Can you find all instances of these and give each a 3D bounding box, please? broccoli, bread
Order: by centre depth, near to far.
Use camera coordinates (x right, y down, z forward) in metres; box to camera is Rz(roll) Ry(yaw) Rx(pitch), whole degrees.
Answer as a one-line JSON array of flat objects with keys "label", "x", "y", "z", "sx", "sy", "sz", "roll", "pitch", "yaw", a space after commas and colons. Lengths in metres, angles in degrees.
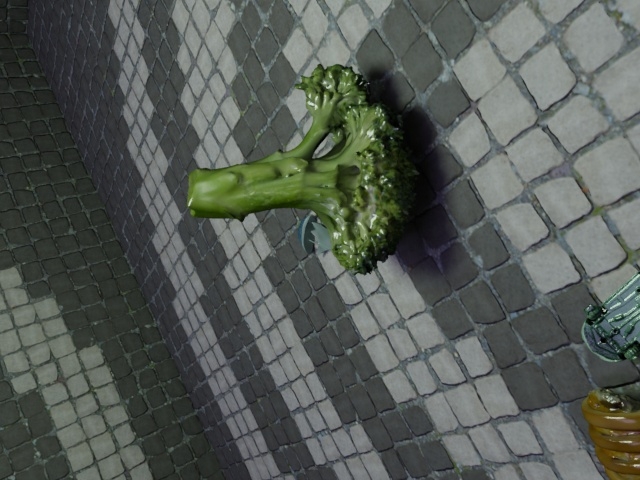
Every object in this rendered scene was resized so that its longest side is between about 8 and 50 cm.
[{"label": "bread", "x": 0.464, "y": 0.298, "z": 0.836, "sx": 0.119, "sy": 0.084, "sz": 0.177, "roll": -13, "pitch": 99, "yaw": 54}, {"label": "broccoli", "x": -0.011, "y": -0.074, "z": 1.040, "sx": 0.353, "sy": 0.397, "sz": 0.274, "roll": 48, "pitch": 163, "yaw": 21}]

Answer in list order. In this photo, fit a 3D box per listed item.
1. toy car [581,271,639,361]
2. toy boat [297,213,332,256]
[{"label": "toy car", "x": 0.448, "y": 0.094, "z": 0.785, "sx": 0.093, "sy": 0.058, "sz": 0.186, "roll": 52, "pitch": 127, "yaw": 25}, {"label": "toy boat", "x": -0.005, "y": -0.011, "z": 1.332, "sx": 0.149, "sy": 0.034, "sz": 0.105, "roll": 3, "pitch": 109, "yaw": 52}]
